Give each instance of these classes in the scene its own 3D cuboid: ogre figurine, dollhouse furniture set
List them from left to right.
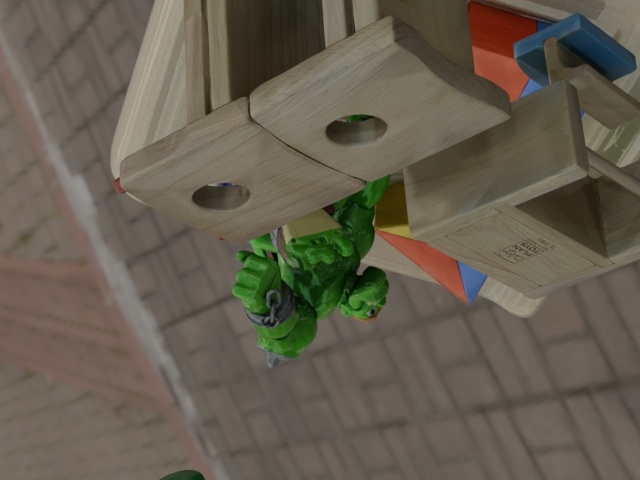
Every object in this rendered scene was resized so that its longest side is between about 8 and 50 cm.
[{"bbox_3d":[0.000,0.000,1.133,0.118,0.097,0.197,93,-176,-48],"label":"ogre figurine"},{"bbox_3d":[0.029,-0.064,0.647,0.129,0.184,0.129,-24,56,34],"label":"dollhouse furniture set"}]

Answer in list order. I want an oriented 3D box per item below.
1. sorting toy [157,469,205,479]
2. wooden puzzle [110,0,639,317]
[{"bbox_3d":[-0.063,0.220,0.973,0.274,0.132,0.046,-72,-38,-60],"label":"sorting toy"},{"bbox_3d":[0.040,-0.078,1.183,0.322,0.348,0.080,115,172,-48],"label":"wooden puzzle"}]
